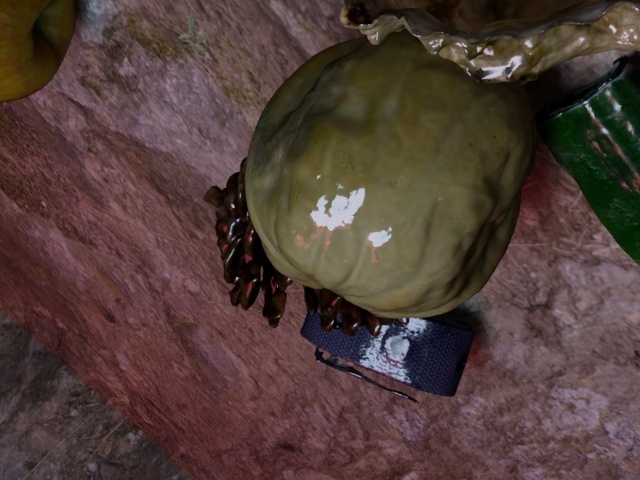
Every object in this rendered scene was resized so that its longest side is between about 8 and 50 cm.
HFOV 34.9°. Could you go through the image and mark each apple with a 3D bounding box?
[{"bbox_3d":[-0.436,-0.303,1.298,0.264,0.264,0.264,29,148,20],"label":"apple"}]

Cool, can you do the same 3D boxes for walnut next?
[{"bbox_3d":[0.068,-0.064,0.986,0.253,0.277,0.282,28,164,20],"label":"walnut"}]

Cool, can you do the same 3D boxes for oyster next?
[{"bbox_3d":[0.186,-0.215,0.815,0.337,0.197,0.133,6,163,25],"label":"oyster"}]

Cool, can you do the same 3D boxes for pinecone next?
[{"bbox_3d":[0.000,0.000,1.221,0.309,0.244,0.244,20,149,1],"label":"pinecone"}]

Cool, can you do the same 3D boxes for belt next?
[{"bbox_3d":[0.085,0.133,1.363,0.230,0.126,0.140,20,-176,25],"label":"belt"}]

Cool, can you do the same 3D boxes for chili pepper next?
[{"bbox_3d":[0.316,-0.033,0.947,0.270,0.099,0.136,49,141,-6],"label":"chili pepper"}]
